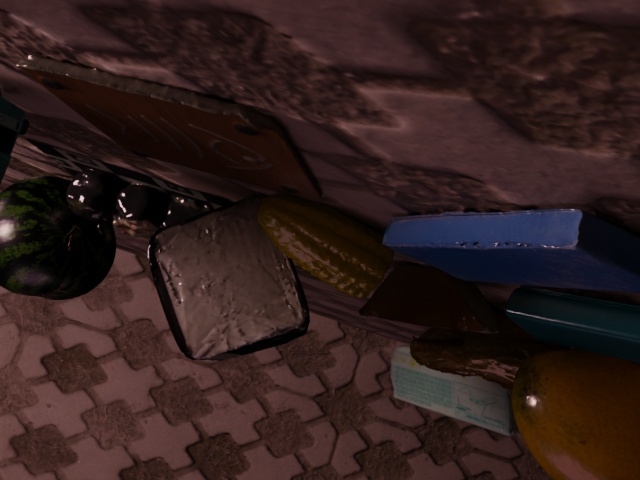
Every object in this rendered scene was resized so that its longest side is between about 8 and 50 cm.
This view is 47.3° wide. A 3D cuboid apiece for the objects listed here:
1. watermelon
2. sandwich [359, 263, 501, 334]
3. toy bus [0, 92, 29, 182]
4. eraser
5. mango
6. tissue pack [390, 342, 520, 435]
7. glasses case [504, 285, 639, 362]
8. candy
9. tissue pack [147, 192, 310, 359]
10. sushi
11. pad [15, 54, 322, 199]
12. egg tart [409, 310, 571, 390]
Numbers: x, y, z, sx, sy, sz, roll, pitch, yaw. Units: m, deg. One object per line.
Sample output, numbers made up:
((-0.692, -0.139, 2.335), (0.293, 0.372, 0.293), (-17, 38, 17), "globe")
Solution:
((-0.546, -0.003, 1.475), (0.268, 0.269, 0.269), (17, 171, 3), "watermelon")
((0.178, 0.096, 1.185), (0.258, 0.096, 0.094), (6, 172, 45), "sandwich")
((-0.467, -0.134, 0.892), (0.128, 0.147, 0.256), (25, 173, -41), "toy bus")
((0.207, 0.011, 0.789), (0.144, 0.043, 0.311), (22, 170, -26), "eraser")
((0.462, 0.268, 1.070), (0.377, 0.264, 0.221), (11, 163, -8), "mango")
((0.401, 0.338, 1.775), (0.287, 0.162, 0.388), (-3, -175, -35), "tissue pack")
((0.406, 0.115, 0.965), (0.301, 0.070, 0.117), (11, 163, 44), "glasses case")
((0.000, 0.000, 0.973), (0.198, 0.094, 0.106), (29, 172, -26), "candy")
((-0.134, 0.082, 1.168), (0.198, 0.210, 0.370), (-23, 173, -5), "tissue pack")
((-0.312, -0.039, 1.290), (0.372, 0.100, 0.296), (17, 171, 4), "sushi")
((-0.148, -0.115, 0.814), (0.283, 0.018, 0.286), (15, 172, 13), "pad")
((0.335, 0.215, 1.393), (0.339, 0.153, 0.351), (14, 170, 28), "egg tart")
